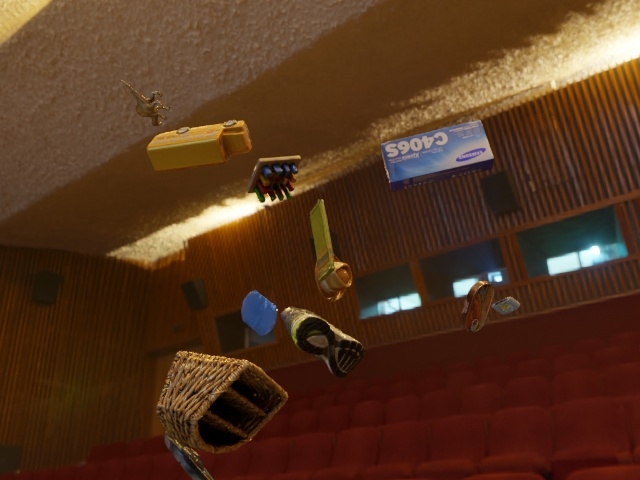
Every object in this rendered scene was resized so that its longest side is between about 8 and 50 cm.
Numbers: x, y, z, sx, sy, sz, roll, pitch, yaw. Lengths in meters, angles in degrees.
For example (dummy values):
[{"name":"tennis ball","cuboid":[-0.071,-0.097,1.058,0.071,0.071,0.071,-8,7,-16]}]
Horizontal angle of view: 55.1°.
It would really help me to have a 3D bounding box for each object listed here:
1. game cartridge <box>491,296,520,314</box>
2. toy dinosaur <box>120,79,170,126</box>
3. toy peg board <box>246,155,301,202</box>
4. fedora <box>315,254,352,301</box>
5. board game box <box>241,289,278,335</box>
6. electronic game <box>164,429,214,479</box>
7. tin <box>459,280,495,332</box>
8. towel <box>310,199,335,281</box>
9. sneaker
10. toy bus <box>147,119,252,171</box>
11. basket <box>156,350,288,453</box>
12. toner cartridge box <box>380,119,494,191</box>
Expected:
[{"name":"game cartridge","cuboid":[0.620,0.219,2.048,0.056,0.017,0.083,32,-41,-19]},{"name":"toy dinosaur","cuboid":[-0.502,-0.395,1.788,0.093,0.053,0.183,-16,-42,15]},{"name":"toy peg board","cuboid":[-0.148,-0.202,2.105,0.161,0.079,0.160,-10,-32,-32]},{"name":"fedora","cuboid":[0.059,0.130,2.237,0.079,0.194,0.194,-10,-25,35]},{"name":"board game box","cuboid":[-0.220,0.269,2.281,0.169,0.133,0.033,34,18,30]},{"name":"electronic game","cuboid":[-0.363,0.622,1.733,0.048,0.229,0.229,-40,-17,-17]},{"name":"tin","cuboid":[0.540,0.227,2.114,0.106,0.189,0.040,1,21,-29]},{"name":"towel","cuboid":[0.000,0.000,1.867,0.021,0.237,0.102,3,-27,-24]},{"name":"sneaker","cuboid":[0.009,0.253,1.587,0.111,0.121,0.300,-46,-48,-4]},{"name":"toy bus","cuboid":[-0.410,-0.321,2.101,0.333,0.130,0.108,-5,-56,15]},{"name":"basket","cuboid":[-0.250,0.441,1.593,0.223,0.213,0.299,3,-30,21]},{"name":"toner cartridge box","cuboid":[0.391,-0.286,2.081,0.348,0.165,0.075,-13,-26,5]}]
